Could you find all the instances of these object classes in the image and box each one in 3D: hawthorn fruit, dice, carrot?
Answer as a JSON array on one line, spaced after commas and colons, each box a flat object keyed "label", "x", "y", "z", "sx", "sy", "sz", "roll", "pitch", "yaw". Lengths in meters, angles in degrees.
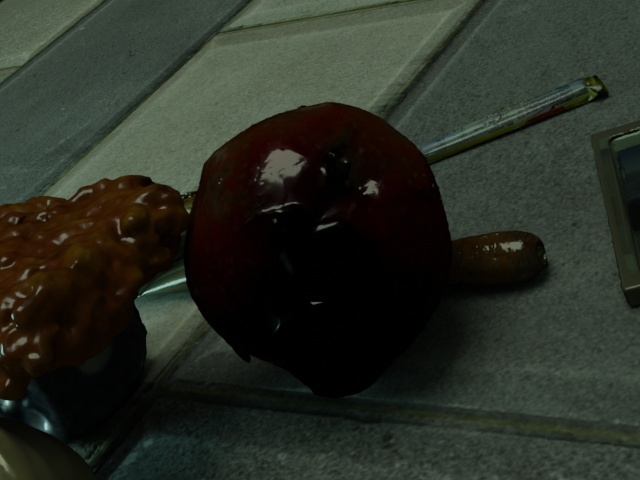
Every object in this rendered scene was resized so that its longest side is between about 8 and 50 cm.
[{"label": "hawthorn fruit", "x": -0.002, "y": 0.011, "z": 1.188, "sx": 0.316, "sy": 0.316, "sz": 0.316, "roll": -20, "pitch": 29, "yaw": 12}, {"label": "dice", "x": -0.333, "y": 0.127, "z": 1.370, "sx": 0.183, "sy": 0.181, "sz": 0.182, "roll": -3, "pitch": 33, "yaw": 32}, {"label": "carrot", "x": 0.160, "y": 0.024, "z": 1.266, "sx": 0.186, "sy": 0.060, "sz": 0.060, "roll": -8, "pitch": 33, "yaw": 34}]

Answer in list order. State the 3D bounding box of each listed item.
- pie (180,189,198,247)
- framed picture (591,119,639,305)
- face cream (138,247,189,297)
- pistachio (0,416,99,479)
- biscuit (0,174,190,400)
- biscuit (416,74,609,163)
[{"label": "pie", "x": -0.201, "y": -0.029, "z": 1.598, "sx": 0.274, "sy": 0.055, "sz": 0.274, "roll": -22, "pitch": 10, "yaw": 4}, {"label": "framed picture", "x": 0.516, "y": -0.090, "z": 1.190, "sx": 0.446, "sy": 0.028, "sz": 0.326, "roll": -17, "pitch": 30, "yaw": 17}, {"label": "face cream", "x": -0.101, "y": 0.018, "z": 1.482, "sx": 0.341, "sy": 0.084, "sz": 0.137, "roll": -8, "pitch": 35, "yaw": 43}, {"label": "pistachio", "x": -0.345, "y": 0.263, "z": 1.119, "sx": 0.332, "sy": 0.226, "sz": 0.208, "roll": 9, "pitch": 28, "yaw": 44}, {"label": "biscuit", "x": -0.294, "y": 0.045, "z": 1.156, "sx": 0.312, "sy": 0.110, "sz": 0.318, "roll": -10, "pitch": 25, "yaw": 36}, {"label": "biscuit", "x": 0.239, "y": -0.156, "z": 1.532, "sx": 0.292, "sy": 0.026, "sz": 0.048, "roll": -21, "pitch": 33, "yaw": 11}]
